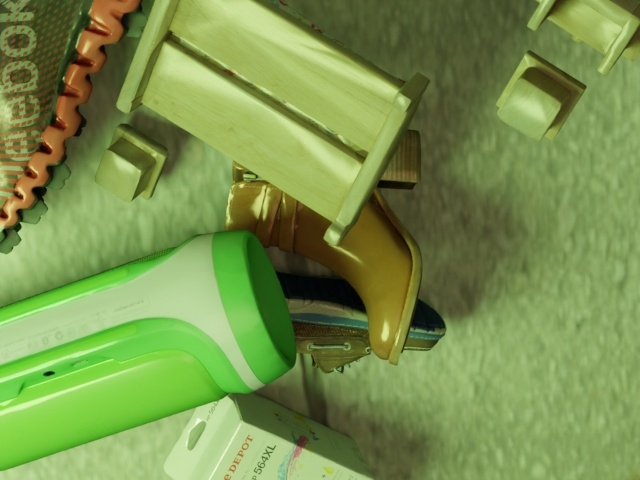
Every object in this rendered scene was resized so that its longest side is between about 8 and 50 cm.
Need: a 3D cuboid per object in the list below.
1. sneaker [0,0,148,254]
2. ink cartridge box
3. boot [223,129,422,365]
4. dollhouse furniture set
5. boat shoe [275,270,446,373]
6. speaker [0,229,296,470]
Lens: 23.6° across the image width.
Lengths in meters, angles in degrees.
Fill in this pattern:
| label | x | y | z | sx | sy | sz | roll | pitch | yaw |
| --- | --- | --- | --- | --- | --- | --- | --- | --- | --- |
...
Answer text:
| label | x | y | z | sx | sy | sz | roll | pitch | yaw |
| --- | --- | --- | --- | --- | --- | --- | --- | --- | --- |
| sneaker | -0.224 | -0.121 | 1.120 | 0.135 | 0.097 | 0.276 | 25 | 97 | -17 |
| ink cartridge box | -0.046 | 0.187 | 1.246 | 0.143 | 0.090 | 0.092 | 26 | 99 | -18 |
| boot | 0.000 | 0.000 | 1.191 | 0.152 | 0.073 | 0.197 | 1 | 72 | -4 |
| dollhouse furniture set | 0.045 | -0.127 | 1.120 | 0.303 | 0.174 | 0.355 | 33 | 127 | 7 |
| boat shoe | 0.010 | 0.069 | 1.243 | 0.183 | 0.066 | 0.066 | 11 | 115 | -12 |
| speaker | -0.174 | 0.089 | 1.146 | 0.297 | 0.131 | 0.131 | -19 | 109 | 9 |
